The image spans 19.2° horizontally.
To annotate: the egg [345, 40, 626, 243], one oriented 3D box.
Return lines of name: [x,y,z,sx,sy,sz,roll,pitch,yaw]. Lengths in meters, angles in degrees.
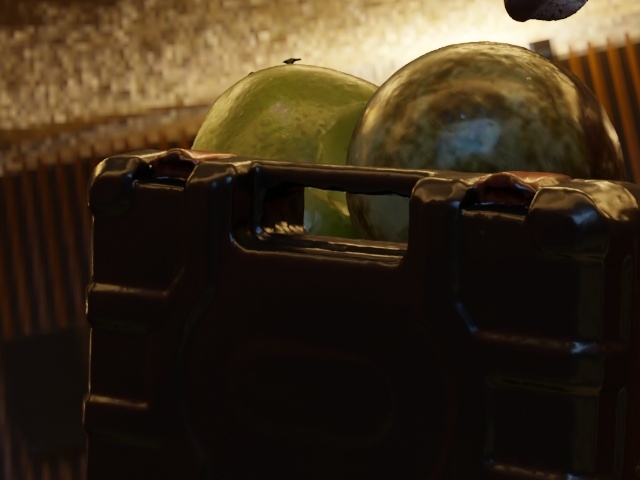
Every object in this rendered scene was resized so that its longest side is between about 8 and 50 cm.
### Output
egg: [0.148,-0.042,1.636,0.238,0.238,0.289,-17,-28,17]

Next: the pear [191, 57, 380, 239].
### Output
pear: [0.000,0.000,1.764,0.176,0.282,0.286,-22,-65,38]

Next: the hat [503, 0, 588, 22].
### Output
hat: [0.203,-0.228,1.701,0.087,0.058,0.042,-12,-53,31]

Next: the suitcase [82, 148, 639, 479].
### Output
suitcase: [0.012,0.066,0.850,0.285,0.206,0.066,5,6,36]
